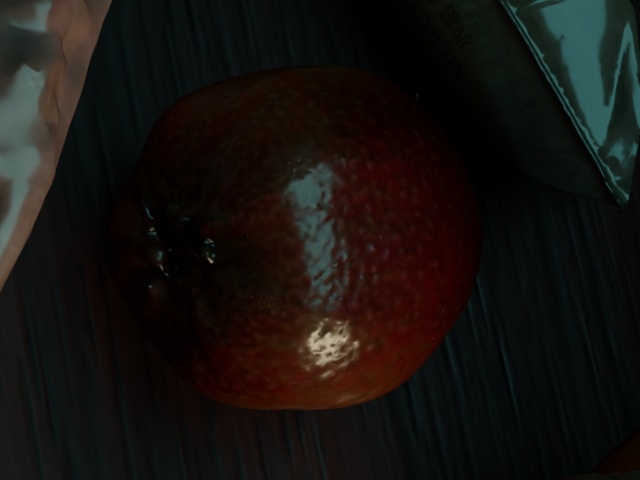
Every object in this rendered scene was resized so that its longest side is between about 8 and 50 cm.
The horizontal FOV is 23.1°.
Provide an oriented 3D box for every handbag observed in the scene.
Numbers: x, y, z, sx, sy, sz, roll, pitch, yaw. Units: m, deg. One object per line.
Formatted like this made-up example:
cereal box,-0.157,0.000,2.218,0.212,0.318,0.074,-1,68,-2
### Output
handbag,0.098,-0.141,0.862,0.270,0.117,0.182,58,17,-1

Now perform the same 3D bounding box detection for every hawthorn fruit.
hawthorn fruit,0.000,0.000,0.743,0.188,0.169,0.169,-1,75,-41

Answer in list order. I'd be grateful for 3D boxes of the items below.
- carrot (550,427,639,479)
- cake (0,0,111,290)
carrot,0.192,0.175,0.733,0.193,0.331,0.214,-30,71,-34
cake,-0.240,-0.082,0.559,0.307,0.293,0.314,26,70,-17
